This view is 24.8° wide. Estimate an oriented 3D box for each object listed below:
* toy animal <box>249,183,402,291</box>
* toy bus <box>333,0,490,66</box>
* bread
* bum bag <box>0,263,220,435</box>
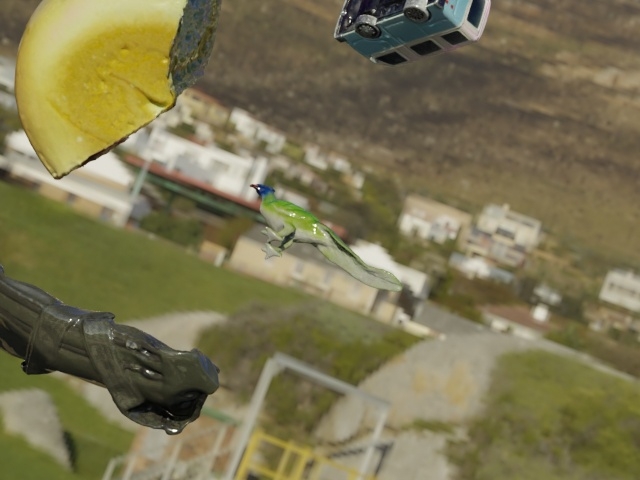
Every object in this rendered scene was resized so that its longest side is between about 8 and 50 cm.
[{"bbox_3d":[-0.014,0.004,1.507,0.075,0.041,0.217,-20,43,-37],"label":"toy animal"},{"bbox_3d":[0.079,-0.188,1.219,0.123,0.060,0.075,-12,-39,46],"label":"toy bus"},{"bbox_3d":[-0.195,-0.188,1.393,0.156,0.260,0.158,54,24,-14],"label":"bread"},{"bbox_3d":[-0.247,0.119,1.540,0.326,0.080,0.142,19,-40,24],"label":"bum bag"}]
